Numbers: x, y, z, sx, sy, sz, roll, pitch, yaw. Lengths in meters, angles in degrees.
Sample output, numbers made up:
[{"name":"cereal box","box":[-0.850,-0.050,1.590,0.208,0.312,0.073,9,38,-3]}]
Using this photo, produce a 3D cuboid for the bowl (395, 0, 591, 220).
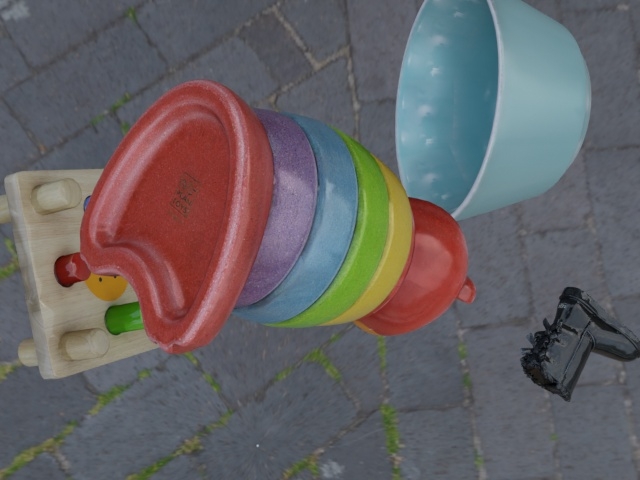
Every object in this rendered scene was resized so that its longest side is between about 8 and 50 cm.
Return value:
[{"name":"bowl","box":[0.224,-0.169,1.151,0.163,0.311,0.312,3,77,-16]}]

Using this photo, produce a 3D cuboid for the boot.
[{"name":"boot","box":[0.263,0.116,0.923,0.121,0.045,0.099,39,70,-19]}]

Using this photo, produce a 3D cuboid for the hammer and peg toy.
[{"name":"hammer and peg toy","box":[-0.313,0.030,1.141,0.127,0.361,0.266,-11,89,27]}]

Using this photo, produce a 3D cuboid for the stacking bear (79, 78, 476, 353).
[{"name":"stacking bear","box":[0.000,0.000,0.689,0.175,0.289,0.164,37,104,45]}]
